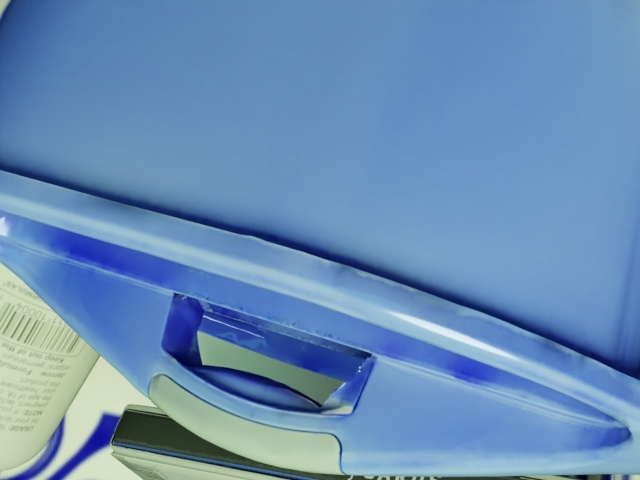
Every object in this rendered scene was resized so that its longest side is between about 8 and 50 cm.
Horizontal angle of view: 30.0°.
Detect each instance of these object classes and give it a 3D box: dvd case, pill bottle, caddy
[{"bbox_3d":[0.039,0.141,0.583,0.238,0.179,0.030,6,63,24],"label":"dvd case"},{"bbox_3d":[-0.202,0.061,0.705,0.131,0.131,0.229,38,106,18],"label":"pill bottle"},{"bbox_3d":[0.000,0.000,0.475,0.341,0.241,0.179,15,78,31],"label":"caddy"}]
